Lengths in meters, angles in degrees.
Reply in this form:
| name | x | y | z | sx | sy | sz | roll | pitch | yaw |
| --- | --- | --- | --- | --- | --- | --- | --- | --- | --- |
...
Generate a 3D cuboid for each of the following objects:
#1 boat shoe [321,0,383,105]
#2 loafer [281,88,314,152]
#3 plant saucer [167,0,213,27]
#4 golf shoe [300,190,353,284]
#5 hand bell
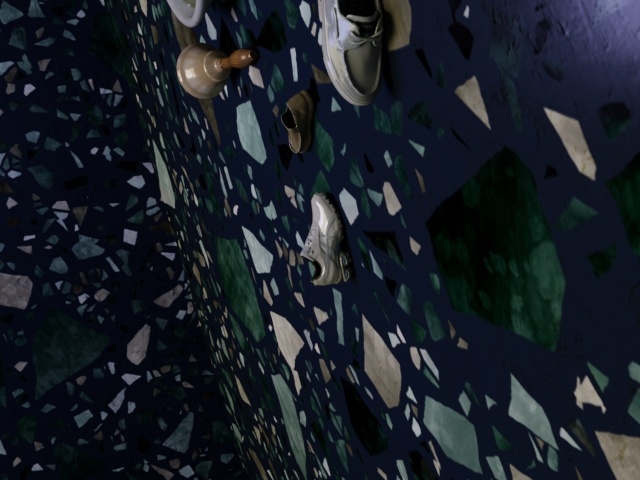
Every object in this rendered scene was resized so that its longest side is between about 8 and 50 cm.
| name | x | y | z | sx | sy | sz | roll | pitch | yaw |
| --- | --- | --- | --- | --- | --- | --- | --- | --- | --- |
| boat shoe | 0.045 | -0.295 | 1.053 | 0.081 | 0.079 | 0.227 | -153 | 50 | -70 |
| loafer | -0.046 | -0.214 | 1.423 | 0.056 | 0.050 | 0.148 | 59 | 158 | 31 |
| plant saucer | -0.269 | -0.638 | 1.567 | 0.400 | 0.100 | 0.400 | 54 | 154 | 42 |
| golf shoe | 0.000 | 0.000 | 1.445 | 0.069 | 0.086 | 0.176 | -177 | 71 | -72 |
| hand bell | -0.200 | -0.379 | 1.658 | 0.242 | 0.126 | 0.126 | 3 | 111 | 57 |
